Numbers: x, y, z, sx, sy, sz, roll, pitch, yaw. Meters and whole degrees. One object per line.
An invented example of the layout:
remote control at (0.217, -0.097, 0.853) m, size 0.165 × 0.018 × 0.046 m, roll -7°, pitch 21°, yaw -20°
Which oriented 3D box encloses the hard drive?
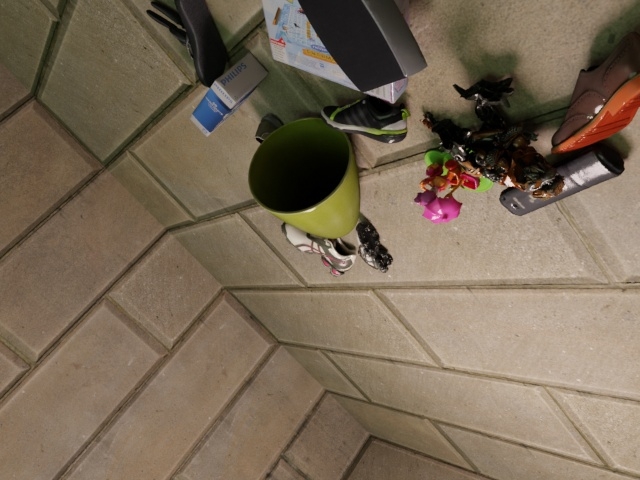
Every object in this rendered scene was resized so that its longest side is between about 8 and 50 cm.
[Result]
hard drive at (0.064, -0.386, 1.020) m, size 0.172 × 0.054 × 0.255 m, roll -1°, pitch 134°, yaw 53°

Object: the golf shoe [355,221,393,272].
golf shoe at (0.139, 0.022, 1.726) m, size 0.093 × 0.077 × 0.198 m, roll 11°, pitch 142°, yaw 46°

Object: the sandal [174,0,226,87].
sandal at (-0.304, -0.513, 1.434) m, size 0.054 × 0.097 × 0.255 m, roll 20°, pitch 138°, yaw 33°

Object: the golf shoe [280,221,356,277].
golf shoe at (0.000, 0.000, 1.882) m, size 0.272 × 0.105 × 0.120 m, roll 34°, pitch 139°, yaw -3°

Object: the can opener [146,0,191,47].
can opener at (-0.383, -0.570, 1.491) m, size 0.186 × 0.059 × 0.073 m, roll 43°, pitch -177°, yaw 16°

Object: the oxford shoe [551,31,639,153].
oxford shoe at (0.448, -0.225, 0.914) m, size 0.271 × 0.096 × 0.099 m, roll 117°, pitch 135°, yaw -71°

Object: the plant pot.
plant pot at (-0.004, -0.124, 1.505) m, size 0.274 × 0.275 × 0.293 m, roll 24°, pitch 166°, yaw 30°

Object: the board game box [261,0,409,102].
board game box at (0.021, -0.455, 1.107) m, size 0.318 × 0.066 × 0.318 m, roll 27°, pitch 153°, yaw 23°

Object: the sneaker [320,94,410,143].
sneaker at (0.104, -0.292, 1.282) m, size 0.234 × 0.084 × 0.097 m, roll 22°, pitch 126°, yaw 31°

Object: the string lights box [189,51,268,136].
string lights box at (-0.250, -0.384, 1.517) m, size 0.077 × 0.133 × 0.259 m, roll 47°, pitch 154°, yaw -12°

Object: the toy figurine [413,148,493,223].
toy figurine at (0.264, -0.111, 1.236) m, size 0.173 × 0.159 × 0.130 m, roll 22°, pitch 150°, yaw 34°

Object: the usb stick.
usb stick at (0.456, -0.111, 1.103) m, size 0.077 × 0.045 × 0.278 m, roll 34°, pitch 157°, yaw -10°

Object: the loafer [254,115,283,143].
loafer at (-0.109, -0.233, 1.627) m, size 0.094 × 0.087 × 0.251 m, roll 3°, pitch 137°, yaw 52°

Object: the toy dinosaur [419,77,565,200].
toy dinosaur at (0.307, -0.177, 1.094) m, size 0.321 × 0.164 × 0.218 m, roll 12°, pitch 158°, yaw 39°
